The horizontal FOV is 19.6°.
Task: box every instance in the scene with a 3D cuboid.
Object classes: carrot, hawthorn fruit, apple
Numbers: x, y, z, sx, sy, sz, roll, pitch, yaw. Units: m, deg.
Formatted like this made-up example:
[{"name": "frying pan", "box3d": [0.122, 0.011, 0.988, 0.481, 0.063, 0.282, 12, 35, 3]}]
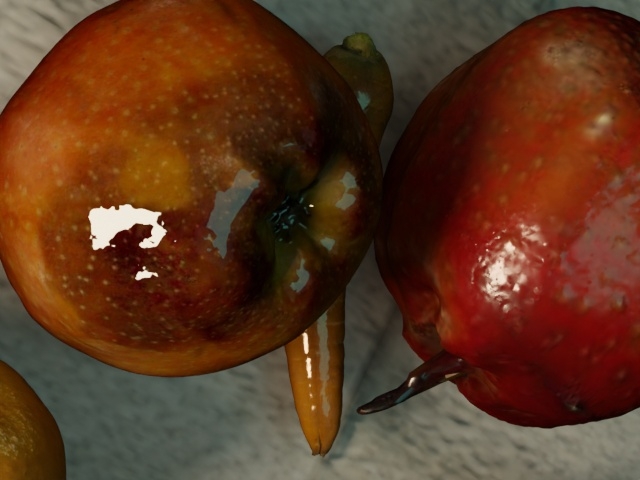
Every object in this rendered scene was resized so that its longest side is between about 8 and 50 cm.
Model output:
[{"name": "carrot", "box3d": [0.000, 0.000, 1.185, 0.066, 0.062, 0.271, 10, 99, -7]}, {"name": "hawthorn fruit", "box3d": [0.131, 0.005, 1.175, 0.300, 0.254, 0.254, -36, 116, -12]}, {"name": "apple", "box3d": [-0.073, -0.026, 1.043, 0.230, 0.230, 0.230, -6, 100, -33]}]

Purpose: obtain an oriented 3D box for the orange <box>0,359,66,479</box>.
[{"name": "orange", "box3d": [-0.217, 0.127, 1.013, 0.155, 0.154, 0.134, 12, 132, -35]}]
